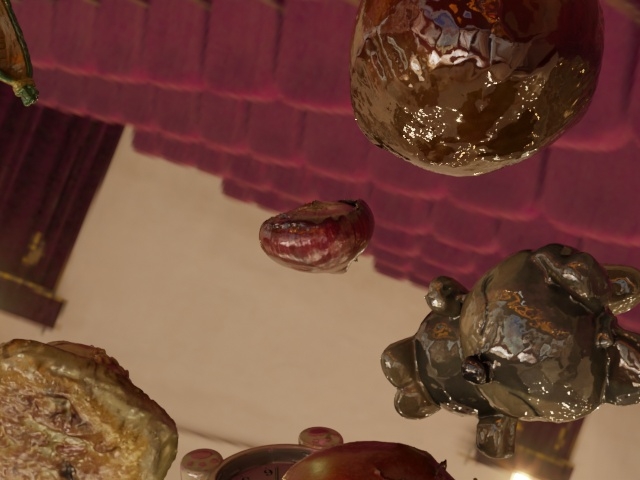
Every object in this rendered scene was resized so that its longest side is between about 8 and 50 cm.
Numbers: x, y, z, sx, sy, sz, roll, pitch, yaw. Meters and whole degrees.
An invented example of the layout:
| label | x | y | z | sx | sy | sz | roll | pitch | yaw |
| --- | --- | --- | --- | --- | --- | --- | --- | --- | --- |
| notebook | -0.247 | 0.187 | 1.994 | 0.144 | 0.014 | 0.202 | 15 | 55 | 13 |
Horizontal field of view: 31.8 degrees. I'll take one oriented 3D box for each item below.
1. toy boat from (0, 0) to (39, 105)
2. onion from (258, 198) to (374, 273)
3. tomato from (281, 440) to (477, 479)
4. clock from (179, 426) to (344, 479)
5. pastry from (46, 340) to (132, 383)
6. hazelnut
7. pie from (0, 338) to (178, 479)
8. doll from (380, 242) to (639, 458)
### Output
| label | x | y | z | sx | sy | sz | roll | pitch | yaw |
| --- | --- | --- | --- | --- | --- | --- | --- | --- | --- |
| toy boat | -0.504 | -0.322 | 1.774 | 0.088 | 0.230 | 0.089 | -7 | -166 | 45 |
| onion | -0.005 | -0.009 | 2.324 | 0.248 | 0.161 | 0.248 | -4 | 174 | 0 |
| tomato | 0.055 | 0.392 | 1.390 | 0.239 | 0.304 | 0.303 | -4 | 164 | 34 |
| clock | -0.062 | 0.410 | 1.758 | 0.284 | 0.114 | 0.309 | -7 | -164 | -17 |
| pastry | -0.417 | 0.310 | 1.944 | 0.184 | 0.285 | 0.315 | 0 | 167 | -34 |
| hazelnut | 0.220 | -0.292 | 1.589 | 0.352 | 0.421 | 0.421 | 9 | 176 | 10 |
| pie | -0.342 | 0.246 | 1.478 | 0.315 | 0.092 | 0.315 | 10 | 136 | 10 |
| doll | 0.295 | 0.094 | 1.491 | 0.382 | 0.378 | 0.252 | -21 | 110 | 48 |
